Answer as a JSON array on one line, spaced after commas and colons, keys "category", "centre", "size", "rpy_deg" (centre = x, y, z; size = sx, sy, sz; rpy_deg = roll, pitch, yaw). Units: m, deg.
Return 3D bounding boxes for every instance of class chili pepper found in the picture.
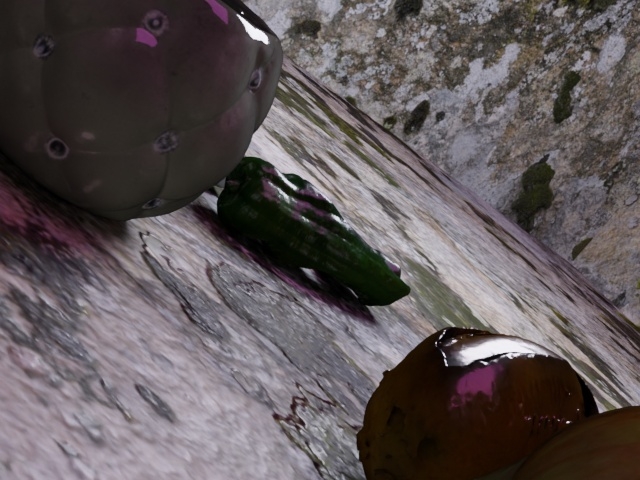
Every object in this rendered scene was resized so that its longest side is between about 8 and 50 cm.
[{"category": "chili pepper", "centre": [-0.001, -0.001, 1.262], "size": [0.253, 0.083, 0.099], "rpy_deg": [36, 1, -39]}]

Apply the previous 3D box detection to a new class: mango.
[{"category": "mango", "centre": [0.113, 0.143, 0.861], "size": [0.156, 0.151, 0.248], "rpy_deg": [54, 22, 18]}]

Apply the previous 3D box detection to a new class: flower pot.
[{"category": "flower pot", "centre": [-0.157, -0.135, 0.960], "size": [0.246, 0.195, 0.246], "rpy_deg": [37, 10, -7]}]

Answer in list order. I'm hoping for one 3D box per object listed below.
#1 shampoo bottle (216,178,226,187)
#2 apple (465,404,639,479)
[{"category": "shampoo bottle", "centre": [-0.174, -0.127, 1.254], "size": [0.221, 0.051, 0.108], "rpy_deg": [30, 16, -43]}, {"category": "apple", "centre": [0.098, 0.187, 0.372], "size": [0.264, 0.264, 0.264], "rpy_deg": [38, 11, -8]}]
